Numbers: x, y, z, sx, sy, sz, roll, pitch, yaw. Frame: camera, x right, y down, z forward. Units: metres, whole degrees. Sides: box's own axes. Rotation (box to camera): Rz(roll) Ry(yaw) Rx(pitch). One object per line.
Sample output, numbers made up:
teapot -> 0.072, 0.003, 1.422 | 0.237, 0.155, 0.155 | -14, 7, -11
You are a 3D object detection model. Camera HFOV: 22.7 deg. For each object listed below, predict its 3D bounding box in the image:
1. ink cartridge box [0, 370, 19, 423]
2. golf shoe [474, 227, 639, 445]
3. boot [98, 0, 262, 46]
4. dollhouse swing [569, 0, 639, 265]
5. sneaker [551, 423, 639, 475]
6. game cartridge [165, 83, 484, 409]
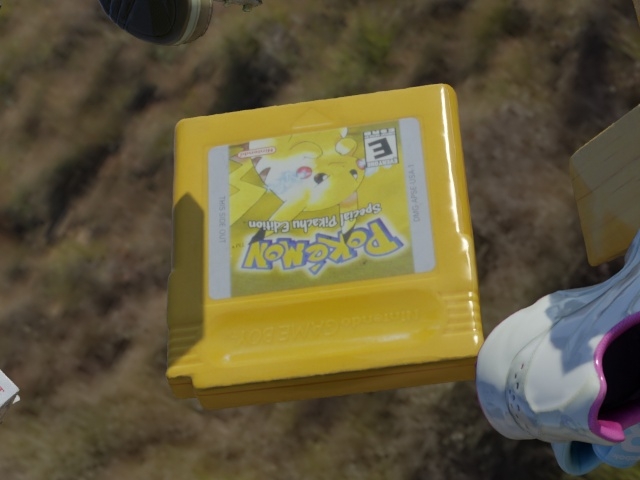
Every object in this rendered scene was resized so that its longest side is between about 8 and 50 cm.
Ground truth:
ink cartridge box -> -0.333, 0.142, 1.358 | 0.143, 0.092, 0.090 | -43, -3, -32
golf shoe -> 0.259, 0.052, 1.137 | 0.306, 0.115, 0.140 | -36, 21, -17
boot -> -0.093, -0.200, 1.173 | 0.213, 0.165, 0.077 | 46, 119, 43
dollhouse swing -> 0.420, -0.190, 1.637 | 0.315, 0.346, 0.305 | 135, 114, -71
sneaker -> 0.370, 0.178, 1.818 | 0.366, 0.135, 0.150 | 123, 149, -62
game cartridge -> 0.000, 0.000, 1.480 | 0.285, 0.053, 0.324 | -8, 50, 6
